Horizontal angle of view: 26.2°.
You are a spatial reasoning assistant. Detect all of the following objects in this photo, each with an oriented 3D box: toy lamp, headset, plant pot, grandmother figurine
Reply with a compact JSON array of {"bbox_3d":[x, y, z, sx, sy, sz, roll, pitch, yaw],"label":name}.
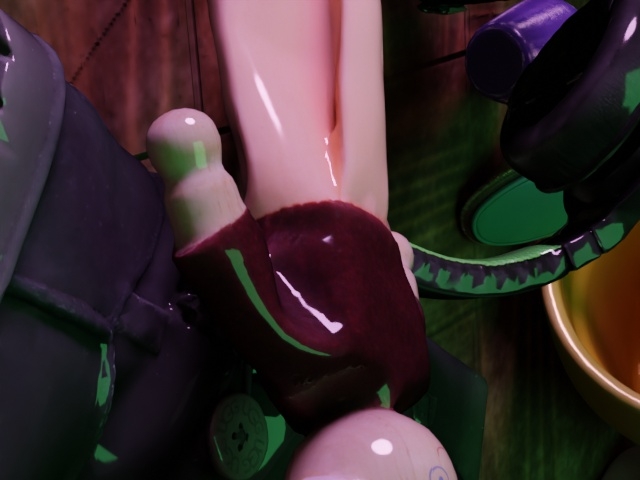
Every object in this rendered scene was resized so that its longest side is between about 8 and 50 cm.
[{"bbox_3d":[0.195,-0.134,0.964,0.274,0.080,0.080,-13,109,-48],"label":"toy lamp"},{"bbox_3d":[0.130,-0.126,0.796,0.394,0.185,0.243,-32,95,-16],"label":"headset"},{"bbox_3d":[0.303,0.064,1.035,0.254,0.254,0.239,-63,155,-19],"label":"plant pot"},{"bbox_3d":[0.000,0.000,0.569,0.208,0.104,0.342,18,56,-50],"label":"grandmother figurine"}]

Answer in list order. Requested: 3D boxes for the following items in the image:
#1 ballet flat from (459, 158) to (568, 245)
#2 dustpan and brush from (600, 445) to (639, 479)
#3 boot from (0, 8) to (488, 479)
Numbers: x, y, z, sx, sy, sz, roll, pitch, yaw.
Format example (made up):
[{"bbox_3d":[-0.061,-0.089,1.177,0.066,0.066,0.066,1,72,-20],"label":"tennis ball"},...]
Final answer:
[{"bbox_3d":[0.185,-0.057,0.957,0.206,0.067,0.073,-19,132,-8],"label":"ballet flat"},{"bbox_3d":[0.287,0.200,1.172,0.147,0.060,0.211,9,92,-51],"label":"dustpan and brush"},{"bbox_3d":[-0.093,0.155,0.650,0.445,0.146,0.367,42,68,-52],"label":"boot"}]
